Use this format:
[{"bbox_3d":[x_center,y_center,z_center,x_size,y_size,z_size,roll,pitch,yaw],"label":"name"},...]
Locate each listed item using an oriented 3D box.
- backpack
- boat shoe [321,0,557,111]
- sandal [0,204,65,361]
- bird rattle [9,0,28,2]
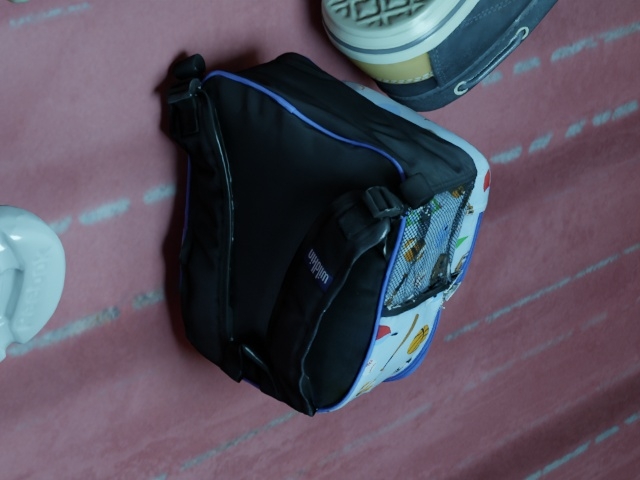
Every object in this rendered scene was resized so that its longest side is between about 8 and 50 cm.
[{"bbox_3d":[0.000,0.000,1.625,0.213,0.276,0.263,-10,125,-46],"label":"backpack"},{"bbox_3d":[0.193,-0.316,1.773,0.500,0.187,0.156,-50,142,-17],"label":"boat shoe"},{"bbox_3d":[-0.371,0.080,1.325,0.416,0.102,0.169,-21,136,-28],"label":"sandal"},{"bbox_3d":[-0.163,-0.258,1.399,0.207,0.253,0.143,-43,104,12],"label":"bird rattle"}]
